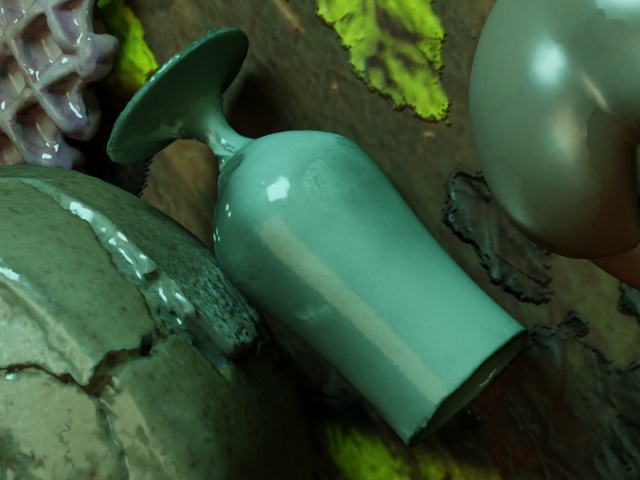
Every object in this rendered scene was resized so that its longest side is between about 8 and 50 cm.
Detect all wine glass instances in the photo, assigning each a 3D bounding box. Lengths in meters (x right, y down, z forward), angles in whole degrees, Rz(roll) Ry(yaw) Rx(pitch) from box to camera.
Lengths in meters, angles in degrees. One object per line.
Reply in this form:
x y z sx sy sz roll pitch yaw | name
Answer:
0.000 0.000 1.049 0.231 0.103 0.103 46 126 11 | wine glass

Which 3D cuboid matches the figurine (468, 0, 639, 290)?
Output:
0.222 -0.024 0.788 0.388 0.248 0.276 45 152 2 | figurine

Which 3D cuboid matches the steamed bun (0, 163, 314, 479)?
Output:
-0.122 0.082 1.072 0.199 0.251 0.301 -37 90 29 | steamed bun

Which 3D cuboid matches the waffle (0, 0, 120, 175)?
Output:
-0.209 -0.136 1.185 0.221 0.055 0.234 22 117 29 | waffle
